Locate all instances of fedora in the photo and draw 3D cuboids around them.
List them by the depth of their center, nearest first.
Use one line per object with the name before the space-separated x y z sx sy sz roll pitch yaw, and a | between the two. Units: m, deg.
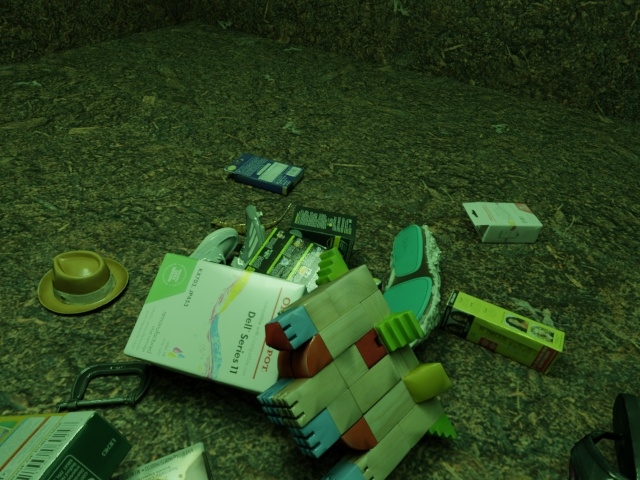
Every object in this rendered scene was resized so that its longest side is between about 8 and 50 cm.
fedora | -0.539 0.076 0.982 0.195 0.079 0.194 2 38 -2

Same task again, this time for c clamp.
c clamp | -0.393 0.278 0.795 0.161 0.022 0.137 -6 35 -11

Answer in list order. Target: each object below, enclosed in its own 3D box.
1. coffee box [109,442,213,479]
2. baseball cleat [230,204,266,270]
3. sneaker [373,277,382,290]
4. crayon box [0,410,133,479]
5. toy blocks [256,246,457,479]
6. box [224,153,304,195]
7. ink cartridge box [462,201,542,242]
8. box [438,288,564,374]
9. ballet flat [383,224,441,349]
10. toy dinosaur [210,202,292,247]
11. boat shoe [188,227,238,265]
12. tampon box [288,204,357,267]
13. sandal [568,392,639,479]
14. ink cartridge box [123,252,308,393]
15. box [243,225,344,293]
coffee box | -0.182 0.437 0.535 0.168 0.118 0.297 -14 42 -23
baseball cleat | -0.171 0.015 1.045 0.110 0.072 0.205 -17 72 -7
sneaker | 0.052 0.132 0.973 0.209 0.081 0.094 -27 46 -33
crayon box | -0.428 0.339 0.578 0.323 0.083 0.203 -15 28 32
toy blocks | 0.027 0.228 0.702 0.261 0.191 0.381 -29 91 -35
box | -0.182 -0.219 1.422 0.226 0.036 0.136 18 40 15
ink cartridge box | 0.512 -0.052 1.260 0.199 0.067 0.115 1 38 -7
box | 0.378 0.191 0.929 0.233 0.087 0.058 22 44 19
ballet flat | 0.219 0.117 0.970 0.147 0.146 0.408 13 40 10
toy dinosaur | -0.172 -0.025 1.120 0.212 0.112 0.064 -7 39 -15
boat shoe | -0.262 0.058 1.019 0.081 0.079 0.227 22 53 34
tampon box | 0.000 0.000 1.092 0.161 0.120 0.101 11 38 1
sandal | 0.416 0.393 0.629 0.107 0.167 0.445 5 35 30
ink cartridge box | -0.145 0.166 0.815 0.354 0.119 0.207 11 67 10
box | -0.071 0.080 0.952 0.184 0.045 0.190 22 65 23
